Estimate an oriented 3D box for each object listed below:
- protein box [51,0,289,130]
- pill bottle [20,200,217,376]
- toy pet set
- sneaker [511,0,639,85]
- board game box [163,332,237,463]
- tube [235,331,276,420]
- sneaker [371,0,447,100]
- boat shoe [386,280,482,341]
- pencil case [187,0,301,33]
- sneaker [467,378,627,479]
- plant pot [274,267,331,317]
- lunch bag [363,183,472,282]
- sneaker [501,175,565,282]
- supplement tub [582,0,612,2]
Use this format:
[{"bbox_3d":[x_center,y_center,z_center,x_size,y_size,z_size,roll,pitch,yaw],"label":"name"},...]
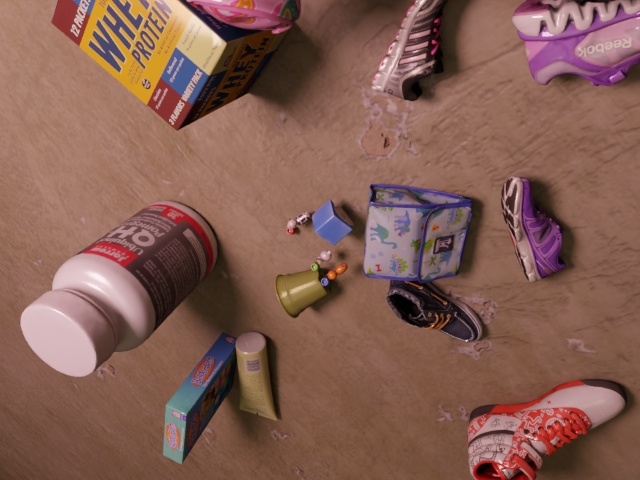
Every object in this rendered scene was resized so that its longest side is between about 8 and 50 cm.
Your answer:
[{"bbox_3d":[-0.179,-0.283,0.640,0.200,0.201,0.136,41,125,-5],"label":"protein box"},{"bbox_3d":[-0.322,0.072,0.831,0.176,0.318,0.176,9,121,15],"label":"pill bottle"},{"bbox_3d":[0.000,0.000,0.797,0.114,0.065,0.122,-41,79,23],"label":"toy pet set"},{"bbox_3d":[0.338,-0.226,0.545,0.236,0.095,0.104,1,126,26],"label":"sneaker"},{"bbox_3d":[-0.239,0.315,1.006,0.047,0.210,0.160,21,123,9],"label":"board game box"},{"bbox_3d":[-0.141,0.298,1.056,0.070,0.062,0.240,45,144,45],"label":"tube"},{"bbox_3d":[0.133,-0.248,0.624,0.075,0.063,0.170,32,130,2],"label":"sneaker"},{"bbox_3d":[0.182,0.123,0.806,0.183,0.083,0.065,37,125,-2],"label":"boat shoe"},{"bbox_3d":[-0.055,-0.354,0.472,0.124,0.124,0.284,14,105,13],"label":"pencil case"},{"bbox_3d":[0.369,0.327,0.814,0.270,0.145,0.090,-27,106,31],"label":"sneaker"},{"bbox_3d":[-0.026,0.084,0.875,0.079,0.083,0.083,-25,108,19],"label":"plant pot"},{"bbox_3d":[0.143,-0.009,0.745,0.151,0.096,0.128,4,118,3],"label":"lunch bag"},{"bbox_3d":[0.303,-0.021,0.699,0.071,0.068,0.170,-21,119,14],"label":"sneaker"},{"bbox_3d":[0.198,-0.343,0.455,0.338,0.207,0.207,15,123,14],"label":"supplement tub"}]
